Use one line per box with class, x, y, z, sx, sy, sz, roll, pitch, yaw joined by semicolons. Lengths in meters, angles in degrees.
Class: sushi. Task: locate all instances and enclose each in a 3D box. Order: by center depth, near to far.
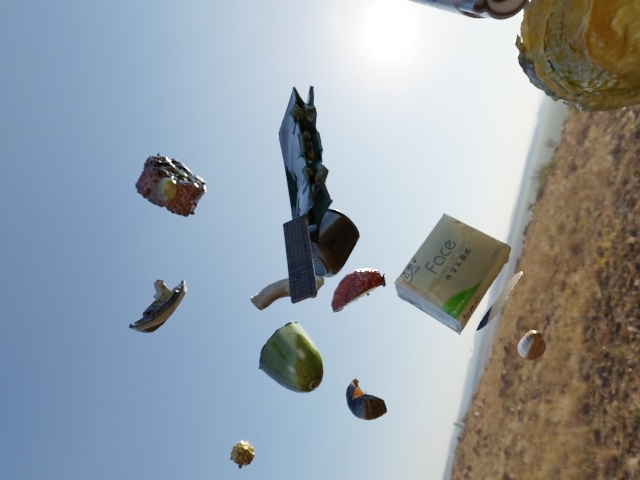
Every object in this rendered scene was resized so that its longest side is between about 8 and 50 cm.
sushi;-0.616;-0.226;1.695;0.171;0.270;0.236;-55;9;18

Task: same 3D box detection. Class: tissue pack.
tissue pack;0.564;0.136;1.752;0.405;0.331;0.205;-51;-28;-15

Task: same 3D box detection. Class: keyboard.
keyboard;-0.046;0.034;0.868;0.013;0.061;0.205;45;-152;-49

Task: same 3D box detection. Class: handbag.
handbag;-0.045;-0.208;1.077;0.238;0.089;0.327;123;141;-70

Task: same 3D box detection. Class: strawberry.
strawberry;0.139;0.177;1.597;0.235;0.107;0.175;-22;-20;-22

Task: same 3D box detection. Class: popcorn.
popcorn;-0.265;0.719;1.368;0.083;0.057;0.082;-18;-75;-20

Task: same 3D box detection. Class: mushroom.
mushroom;-0.117;0.179;1.466;0.099;0.277;0.096;-108;4;-52

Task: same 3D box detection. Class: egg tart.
egg tart;0.577;-0.430;0.766;0.169;0.387;0.388;-62;-24;-60

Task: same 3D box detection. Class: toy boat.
toy boat;-0.626;0.241;1.567;0.115;0.114;0.262;48;-124;-27

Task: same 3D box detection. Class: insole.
insole;0.532;0.176;1.200;0.253;0.005;0.086;-42;-10;-27

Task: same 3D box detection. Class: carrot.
carrot;0.498;0.250;0.961;0.271;0.066;0.062;24;-132;-57

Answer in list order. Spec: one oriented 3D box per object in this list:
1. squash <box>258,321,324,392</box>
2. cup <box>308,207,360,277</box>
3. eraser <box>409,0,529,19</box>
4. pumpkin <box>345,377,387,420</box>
squash;-0.099;0.613;2.028;0.310;0.308;0.311;-36;-37;-33
cup;0.000;0.000;1.233;0.177;0.223;0.169;-50;-48;-24
eraser;0.231;-0.428;0.614;0.171;0.087;0.291;-53;30;22
pumpkin;0.156;0.618;1.550;0.107;0.183;0.119;-33;-64;-22
